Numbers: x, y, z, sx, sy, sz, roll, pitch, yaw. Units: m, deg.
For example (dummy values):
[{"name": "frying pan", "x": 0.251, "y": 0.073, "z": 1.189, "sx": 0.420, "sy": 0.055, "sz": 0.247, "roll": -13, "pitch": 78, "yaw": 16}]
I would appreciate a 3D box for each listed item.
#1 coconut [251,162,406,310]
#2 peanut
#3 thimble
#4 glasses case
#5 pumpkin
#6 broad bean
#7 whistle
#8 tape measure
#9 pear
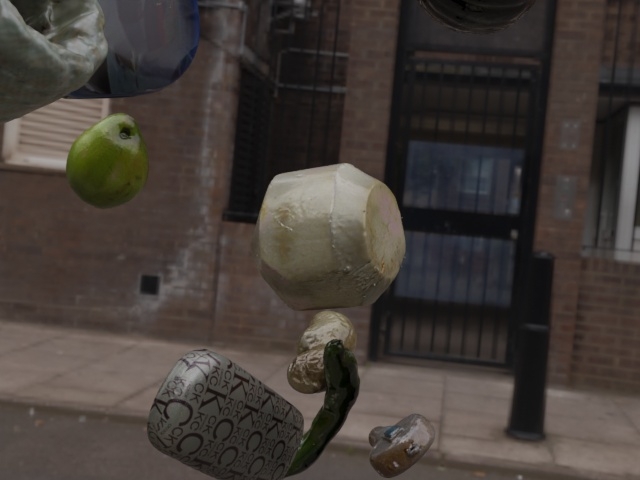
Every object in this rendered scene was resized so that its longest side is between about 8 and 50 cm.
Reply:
[{"name": "coconut", "x": 0.002, "y": 0.001, "z": 1.339, "sx": 0.241, "sy": 0.241, "sz": 0.241, "roll": 5, "pitch": 1, "yaw": 0}, {"name": "peanut", "x": 0.005, "y": 0.199, "z": 1.540, "sx": 0.104, "sy": 0.086, "sz": 0.228, "roll": 10, "pitch": 26, "yaw": 6}, {"name": "thimble", "x": -0.429, "y": -0.305, "z": 1.123, "sx": 0.195, "sy": 0.292, "sz": 0.291, "roll": -21, "pitch": -9, "yaw": 20}, {"name": "glasses case", "x": -0.113, "y": 0.247, "z": 1.162, "sx": 0.085, "sy": 0.137, "sz": 0.355, "roll": 21, "pitch": -16, "yaw": 28}, {"name": "pumpkin", "x": 0.303, "y": -0.485, "z": 1.484, "sx": 0.295, "sy": 0.296, "sz": 0.296, "roll": 5, "pitch": 1, "yaw": 0}, {"name": "broad bean", "x": -0.002, "y": 0.281, "z": 1.421, "sx": 0.049, "sy": 0.292, "sz": 0.144, "roll": 37, "pitch": 18, "yaw": 32}, {"name": "whistle", "x": 0.111, "y": 0.303, "z": 1.331, "sx": 0.057, "sy": 0.107, "sz": 0.220, "roll": 49, "pitch": -11, "yaw": 1}, {"name": "tape measure", "x": -0.328, "y": -0.360, "z": 1.412, "sx": 0.262, "sy": 0.259, "sz": 0.138, "roll": -11, "pitch": 12, "yaw": -44}, {"name": "pear", "x": -0.471, "y": -0.180, "z": 1.985, "sx": 0.187, "sy": 0.220, "sz": 0.187, "roll": 33, "pitch": 25, "yaw": -17}]
